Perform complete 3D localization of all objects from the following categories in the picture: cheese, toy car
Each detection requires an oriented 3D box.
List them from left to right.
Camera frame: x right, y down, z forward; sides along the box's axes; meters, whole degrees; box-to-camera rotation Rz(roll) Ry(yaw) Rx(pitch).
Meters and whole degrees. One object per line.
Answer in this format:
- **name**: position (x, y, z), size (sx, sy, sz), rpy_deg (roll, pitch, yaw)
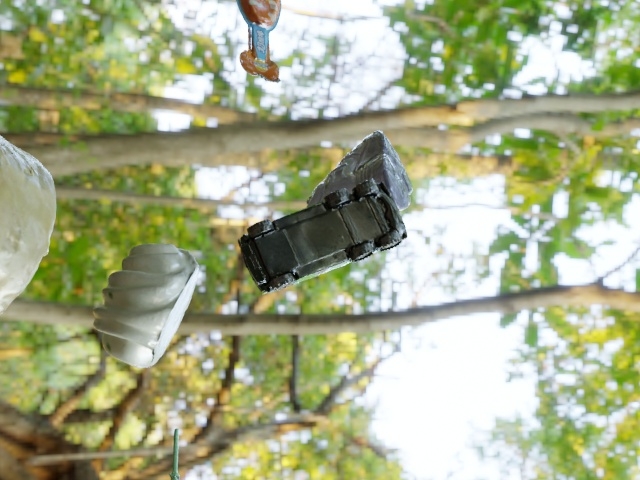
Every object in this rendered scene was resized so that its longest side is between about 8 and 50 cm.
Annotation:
- **cheese**: position (-0.110, -0.393, 2.311), size (0.037, 0.106, 0.256), rpy_deg (-37, -132, 45)
- **toy car**: position (0.000, 0.000, 1.255), size (0.071, 0.165, 0.062), rpy_deg (65, -20, 10)

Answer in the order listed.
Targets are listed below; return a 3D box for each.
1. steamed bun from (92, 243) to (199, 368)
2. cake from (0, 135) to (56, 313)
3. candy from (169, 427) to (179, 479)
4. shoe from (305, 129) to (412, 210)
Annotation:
- **steamed bun**: position (-0.234, 0.079, 1.694), size (0.183, 0.106, 0.183), rpy_deg (23, 90, -90)
- **cake**: position (-0.593, -0.060, 1.851), size (0.332, 0.321, 0.332), rpy_deg (-17, -123, 28)
- **candy**: position (-0.250, 0.410, 2.221), size (0.058, 0.062, 0.194), rpy_deg (121, -28, -47)
- **shoe**: position (0.047, -0.072, 1.758), size (0.245, 0.137, 0.095), rpy_deg (-80, 145, -73)
